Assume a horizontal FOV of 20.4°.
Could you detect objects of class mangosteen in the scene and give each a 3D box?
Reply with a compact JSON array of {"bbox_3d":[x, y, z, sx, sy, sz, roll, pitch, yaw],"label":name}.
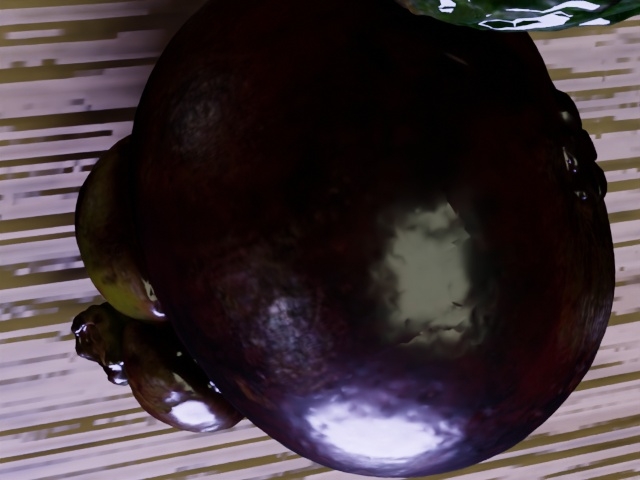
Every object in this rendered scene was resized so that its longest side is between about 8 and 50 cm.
[{"bbox_3d":[0.000,0.000,0.426,0.140,0.140,0.140,-16,129,-21],"label":"mangosteen"}]

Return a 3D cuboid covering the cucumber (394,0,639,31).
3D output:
[{"bbox_3d":[0.131,-0.116,0.351,0.265,0.077,0.077,-31,133,-9],"label":"cucumber"}]
